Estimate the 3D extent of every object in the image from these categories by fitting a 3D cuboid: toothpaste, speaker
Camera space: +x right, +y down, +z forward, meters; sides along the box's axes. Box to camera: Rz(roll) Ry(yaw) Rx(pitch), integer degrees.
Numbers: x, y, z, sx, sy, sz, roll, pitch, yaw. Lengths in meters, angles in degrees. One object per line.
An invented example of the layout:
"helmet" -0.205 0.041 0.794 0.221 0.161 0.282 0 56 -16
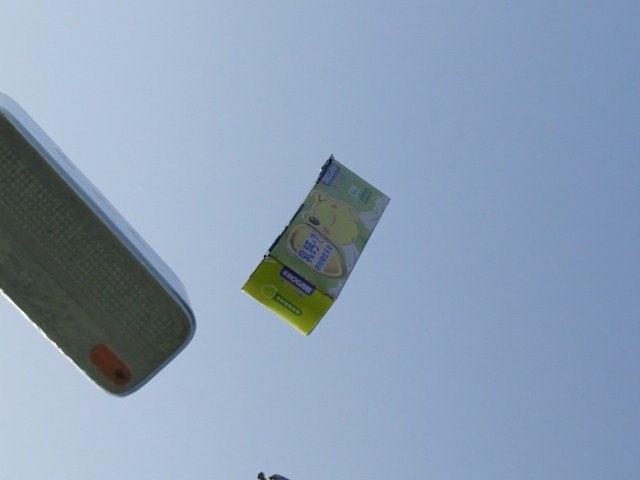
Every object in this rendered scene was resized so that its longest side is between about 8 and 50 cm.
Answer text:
"toothpaste" 0.000 0.000 1.915 0.077 0.110 0.327 -52 -176 31
"speaker" -0.332 0.008 1.720 0.183 0.406 0.184 -43 -166 -5

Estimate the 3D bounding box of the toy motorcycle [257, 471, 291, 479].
"toy motorcycle" -0.085 0.358 1.798 0.213 0.082 0.122 -13 -157 -28
